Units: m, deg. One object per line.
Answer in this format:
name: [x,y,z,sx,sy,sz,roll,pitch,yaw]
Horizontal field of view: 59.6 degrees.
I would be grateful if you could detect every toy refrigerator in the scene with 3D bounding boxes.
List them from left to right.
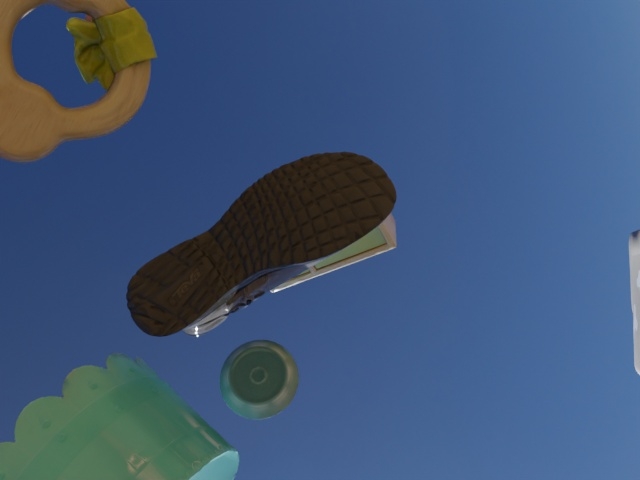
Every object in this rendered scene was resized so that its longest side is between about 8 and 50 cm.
toy refrigerator: [0.000,0.000,1.057,0.102,0.269,0.094,57,-156,-31]

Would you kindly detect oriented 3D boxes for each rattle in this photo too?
rattle: [-0.236,-0.118,0.440,0.200,0.142,0.130,-55,-42,-11]

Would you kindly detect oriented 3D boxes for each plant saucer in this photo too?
plant saucer: [-0.091,0.201,0.825,0.119,0.021,0.120,0,-118,1]

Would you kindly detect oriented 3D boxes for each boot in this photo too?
boot: [-0.068,0.012,0.720,0.223,0.337,0.118,64,180,-81]

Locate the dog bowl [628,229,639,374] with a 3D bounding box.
dog bowl: [0.365,0.074,0.329,0.348,0.348,0.102,14,-93,-40]

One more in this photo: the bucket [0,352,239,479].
bucket: [-0.239,0.295,0.650,0.183,0.281,0.281,31,-137,19]
